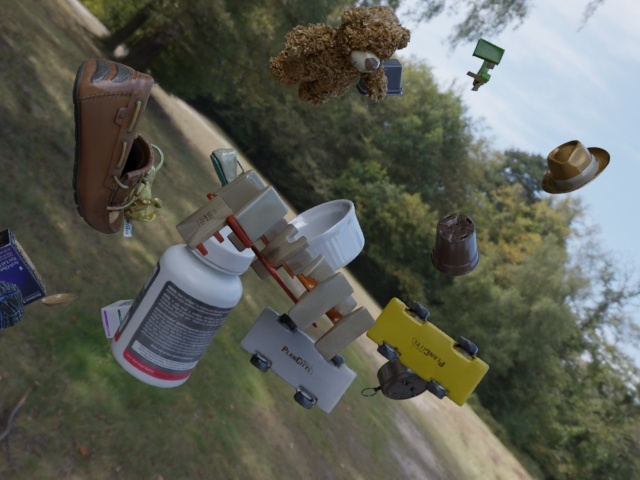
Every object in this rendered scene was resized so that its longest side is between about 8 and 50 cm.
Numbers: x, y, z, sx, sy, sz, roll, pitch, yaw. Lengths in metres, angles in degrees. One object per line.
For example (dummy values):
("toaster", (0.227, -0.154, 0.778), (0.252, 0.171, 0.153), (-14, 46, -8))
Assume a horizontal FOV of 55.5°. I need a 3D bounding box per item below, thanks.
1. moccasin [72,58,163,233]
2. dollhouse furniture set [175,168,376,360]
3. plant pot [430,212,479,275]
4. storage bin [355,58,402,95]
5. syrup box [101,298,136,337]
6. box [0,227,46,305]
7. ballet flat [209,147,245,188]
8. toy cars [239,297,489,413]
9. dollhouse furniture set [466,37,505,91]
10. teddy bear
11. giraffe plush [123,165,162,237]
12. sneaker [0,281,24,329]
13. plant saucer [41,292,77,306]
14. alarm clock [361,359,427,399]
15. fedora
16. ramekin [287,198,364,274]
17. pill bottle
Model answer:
("moccasin", (-0.355, -0.147, 1.079), (0.147, 0.380, 0.139), (8, 44, -16))
("dollhouse furniture set", (-0.078, 0.035, 0.900), (0.259, 0.135, 0.262), (56, -8, -37))
("plant pot", (0.459, 0.006, 2.063), (0.167, 0.167, 0.165), (49, -18, 37))
("storage bin", (0.181, -0.497, 1.827), (0.098, 0.135, 0.091), (-109, -160, -48))
("syrup box", (-0.510, 0.222, 1.781), (0.093, 0.237, 0.096), (-31, 114, -73))
("box", (-0.918, 0.096, 1.762), (0.108, 0.153, 0.207), (44, -22, 52))
("ballet flat", (-0.246, -0.160, 1.731), (0.086, 0.086, 0.248), (50, -23, 40))
("toy cars", (0.068, 0.189, 1.003), (0.087, 0.394, 0.176), (58, 28, -77))
("dollhouse furniture set", (0.344, -0.381, 1.317), (0.059, 0.076, 0.151), (24, -1, 0))
("teddy bear", (0.031, -0.373, 1.294), (0.338, 0.113, 0.245), (1, -33, 36))
("giraffe plush", (-0.454, -0.119, 1.432), (0.170, 0.182, 0.210), (-14, -89, 64))
("sneaker", (-0.591, 0.129, 1.009), (0.221, 0.087, 0.083), (-37, 118, -64))
("plant saucer", (-0.644, 0.149, 1.501), (0.083, 0.084, 0.015), (-122, -151, -77))
("alarm clock", (0.187, 0.340, 1.460), (0.129, 0.192, 0.064), (51, 21, -45))
("fedora", (0.640, -0.201, 1.562), (0.079, 0.194, 0.194), (51, 1, -19))
("ramekin", (0.000, 0.000, 1.872), (0.135, 0.277, 0.277), (64, -3, -20))
("pill bottle", (-0.266, 0.120, 1.210), (0.176, 0.318, 0.176), (32, 14, -9))
